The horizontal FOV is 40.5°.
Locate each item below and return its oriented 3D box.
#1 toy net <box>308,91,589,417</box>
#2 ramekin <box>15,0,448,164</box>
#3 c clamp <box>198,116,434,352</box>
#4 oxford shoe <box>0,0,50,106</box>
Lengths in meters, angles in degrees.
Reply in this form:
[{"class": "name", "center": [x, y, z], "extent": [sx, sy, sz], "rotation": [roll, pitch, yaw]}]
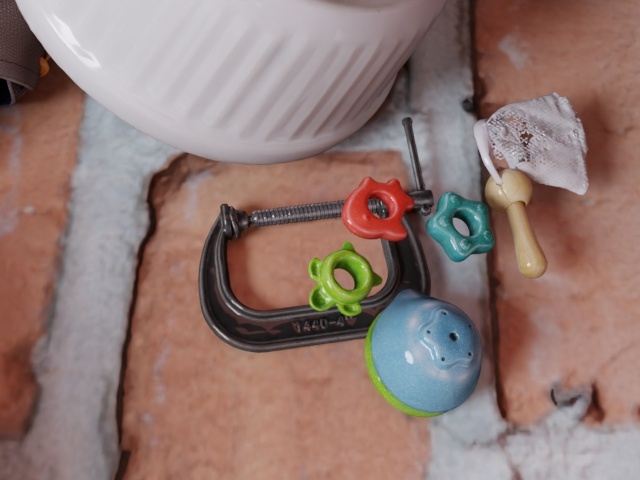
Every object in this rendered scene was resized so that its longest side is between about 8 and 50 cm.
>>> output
[{"class": "toy net", "center": [0.082, -0.014, 0.519], "extent": [0.122, 0.045, 0.232], "rotation": [37, 59, -2]}, {"class": "ramekin", "center": [-0.038, -0.190, 0.509], "extent": [0.272, 0.127, 0.273], "rotation": [13, 63, -28]}, {"class": "c clamp", "center": [0.000, 0.000, 0.532], "extent": [0.160, 0.022, 0.137], "rotation": [-12, 69, -12]}, {"class": "oxford shoe", "center": [-0.213, -0.161, 0.566], "extent": [0.363, 0.130, 0.133], "rotation": [-44, 105, -29]}]
